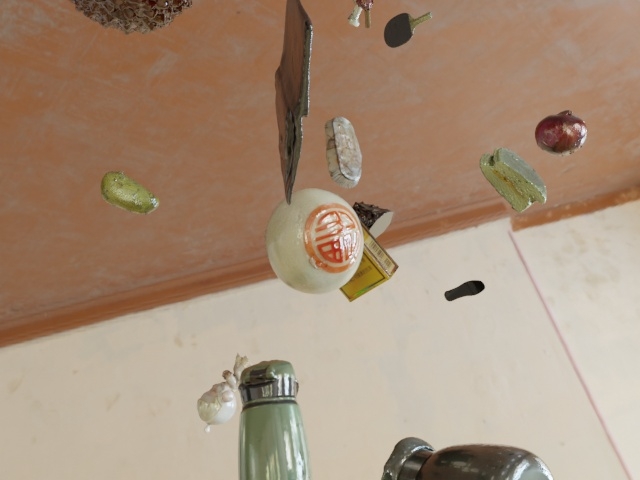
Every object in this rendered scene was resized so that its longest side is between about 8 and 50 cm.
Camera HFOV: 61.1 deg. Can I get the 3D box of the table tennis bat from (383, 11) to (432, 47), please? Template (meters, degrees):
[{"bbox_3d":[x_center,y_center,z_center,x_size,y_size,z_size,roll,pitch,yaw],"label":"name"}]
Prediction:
[{"bbox_3d":[0.237,-0.586,1.485,0.156,0.087,0.013,-10,174,43],"label":"table tennis bat"}]

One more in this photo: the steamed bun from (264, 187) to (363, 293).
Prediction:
[{"bbox_3d":[0.000,0.000,1.414,0.283,0.283,0.177,0,175,-33],"label":"steamed bun"}]

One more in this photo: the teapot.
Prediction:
[{"bbox_3d":[0.249,0.436,0.934,0.305,0.223,0.285,-4,179,-43],"label":"teapot"}]

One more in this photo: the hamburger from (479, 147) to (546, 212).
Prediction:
[{"bbox_3d":[0.313,-0.109,0.885,0.054,0.121,0.084,-48,-174,42],"label":"hamburger"}]

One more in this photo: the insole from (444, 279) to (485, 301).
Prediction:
[{"bbox_3d":[0.408,0.144,1.542,0.135,0.045,0.002,-30,174,42],"label":"insole"}]

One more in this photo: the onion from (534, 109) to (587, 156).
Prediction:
[{"bbox_3d":[0.644,-0.286,1.447,0.131,0.131,0.131,-15,155,-7],"label":"onion"}]

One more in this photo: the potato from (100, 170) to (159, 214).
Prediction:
[{"bbox_3d":[-0.576,-0.137,1.627,0.188,0.105,0.085,24,156,1],"label":"potato"}]

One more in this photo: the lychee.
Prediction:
[{"bbox_3d":[-0.321,-0.477,0.890,0.264,0.300,0.264,-2,131,-2],"label":"lychee"}]

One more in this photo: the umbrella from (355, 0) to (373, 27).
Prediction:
[{"bbox_3d":[0.054,-0.350,0.682,0.027,0.025,0.165,5,137,13],"label":"umbrella"}]

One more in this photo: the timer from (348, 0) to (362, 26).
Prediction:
[{"bbox_3d":[0.142,-0.623,1.223,0.175,0.175,0.266,-1,157,-31],"label":"timer"}]

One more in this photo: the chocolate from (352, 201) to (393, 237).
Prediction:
[{"bbox_3d":[0.170,-0.089,2.001,0.156,0.133,0.156,-40,159,-19],"label":"chocolate"}]

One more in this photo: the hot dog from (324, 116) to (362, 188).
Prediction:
[{"bbox_3d":[0.082,-0.309,1.903,0.144,0.268,0.075,10,154,-33],"label":"hot dog"}]

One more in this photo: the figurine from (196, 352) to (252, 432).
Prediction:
[{"bbox_3d":[-0.306,0.506,1.780,0.257,0.182,0.144,-43,125,-15],"label":"figurine"}]

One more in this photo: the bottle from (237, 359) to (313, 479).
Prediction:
[{"bbox_3d":[-0.109,0.443,1.241,0.168,0.347,0.168,-6,155,-3],"label":"bottle"}]

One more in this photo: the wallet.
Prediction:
[{"bbox_3d":[-0.052,-0.257,0.951,0.041,0.247,0.323,1,129,-13],"label":"wallet"}]

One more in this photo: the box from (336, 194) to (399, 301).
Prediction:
[{"bbox_3d":[0.075,0.029,1.709,0.193,0.301,0.084,-37,-174,39],"label":"box"}]
